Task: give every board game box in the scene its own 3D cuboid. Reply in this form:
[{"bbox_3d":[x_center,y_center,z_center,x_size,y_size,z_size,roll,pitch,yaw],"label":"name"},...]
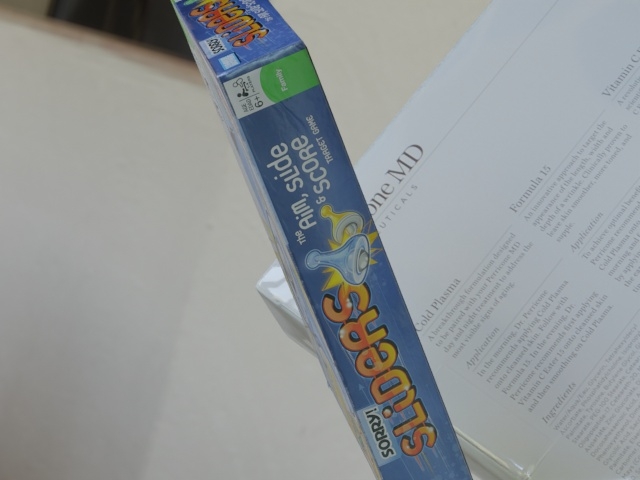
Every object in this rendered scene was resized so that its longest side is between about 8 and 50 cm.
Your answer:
[{"bbox_3d":[0.000,0.000,0.675,0.035,0.201,0.136,-23,23,-4],"label":"board game box"}]

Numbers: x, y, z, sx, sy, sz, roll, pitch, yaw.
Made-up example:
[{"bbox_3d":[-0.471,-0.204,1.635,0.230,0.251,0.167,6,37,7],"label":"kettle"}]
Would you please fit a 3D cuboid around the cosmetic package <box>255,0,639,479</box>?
[{"bbox_3d":[0.195,-0.027,0.895,0.284,0.377,0.097,36,-11,20],"label":"cosmetic package"}]
